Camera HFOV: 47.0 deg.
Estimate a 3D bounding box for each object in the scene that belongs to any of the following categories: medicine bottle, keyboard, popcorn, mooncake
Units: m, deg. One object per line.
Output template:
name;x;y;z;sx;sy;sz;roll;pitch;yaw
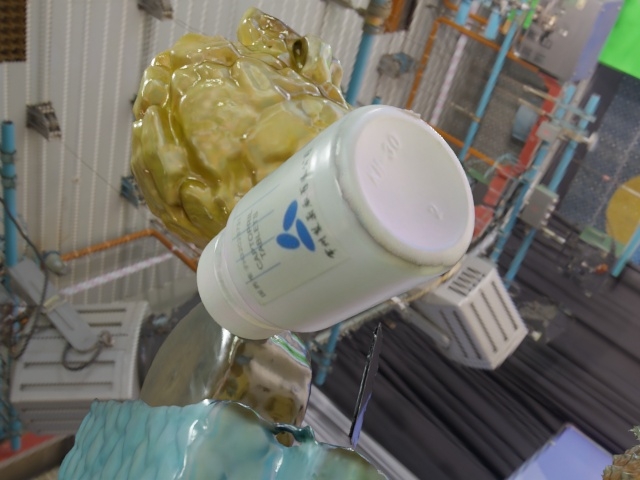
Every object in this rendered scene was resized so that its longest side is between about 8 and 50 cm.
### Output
medicine bottle;0.000;0.000;0.744;0.170;0.170;0.293;-24;-6;-41
keyboard;0.073;0.233;1.186;0.074;0.015;0.196;70;-149;-58
popcorn;-0.090;-0.113;1.058;0.354;0.390;0.344;-15;-24;-22
mooncake;-0.144;0.224;1.080;0.161;0.290;0.290;33;-86;-26

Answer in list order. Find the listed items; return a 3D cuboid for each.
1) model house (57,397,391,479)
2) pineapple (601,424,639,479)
model house;-0.049;0.227;0.367;0.261;0.226;0.241;-22;37;59
pineapple;0.485;0.341;1.046;0.361;0.175;0.175;-25;-38;-62
